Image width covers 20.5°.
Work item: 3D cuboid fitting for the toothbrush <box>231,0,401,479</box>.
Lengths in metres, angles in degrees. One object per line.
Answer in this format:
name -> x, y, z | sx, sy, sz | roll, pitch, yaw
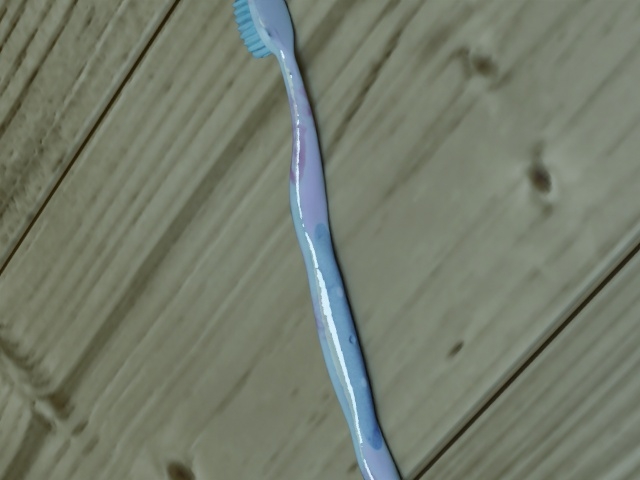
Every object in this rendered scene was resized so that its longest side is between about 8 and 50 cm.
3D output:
toothbrush -> 0.000, 0.000, 0.820 | 0.027, 0.021, 0.269 | -15, 90, 53
